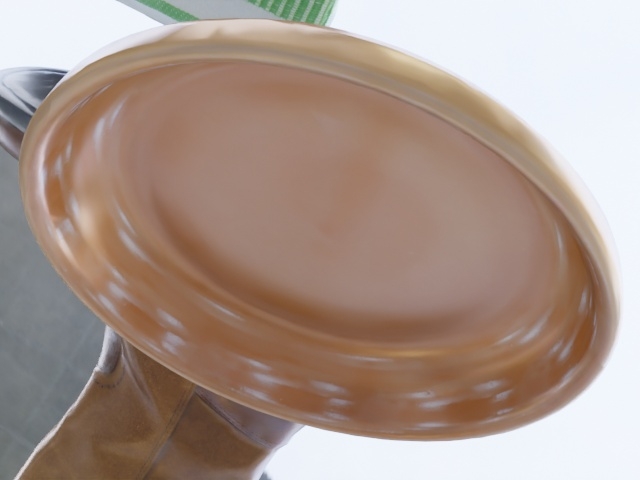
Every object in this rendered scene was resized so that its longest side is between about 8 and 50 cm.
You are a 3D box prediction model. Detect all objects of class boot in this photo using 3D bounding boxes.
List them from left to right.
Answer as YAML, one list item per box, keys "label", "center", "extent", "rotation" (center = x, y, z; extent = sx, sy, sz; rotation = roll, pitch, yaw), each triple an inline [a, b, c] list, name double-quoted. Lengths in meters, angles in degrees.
- label: "boot"
  center: [-0.127, 0.066, 0.695]
  extent: [0.264, 0.280, 0.096]
  rotation: [32, -151, -1]

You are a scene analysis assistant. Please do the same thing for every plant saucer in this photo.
- label: "plant saucer"
  center: [0.000, 0.000, 0.387]
  extent: [0.200, 0.200, 0.037]
  rotation: [24, -126, -5]

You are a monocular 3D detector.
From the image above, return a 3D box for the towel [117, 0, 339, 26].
- label: "towel"
  center: [-0.065, -0.278, 0.697]
  extent: [0.248, 0.325, 0.038]
  rotation: [29, -146, 19]
